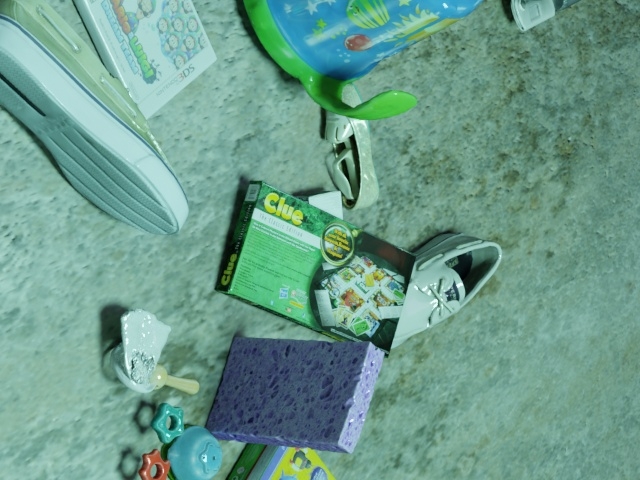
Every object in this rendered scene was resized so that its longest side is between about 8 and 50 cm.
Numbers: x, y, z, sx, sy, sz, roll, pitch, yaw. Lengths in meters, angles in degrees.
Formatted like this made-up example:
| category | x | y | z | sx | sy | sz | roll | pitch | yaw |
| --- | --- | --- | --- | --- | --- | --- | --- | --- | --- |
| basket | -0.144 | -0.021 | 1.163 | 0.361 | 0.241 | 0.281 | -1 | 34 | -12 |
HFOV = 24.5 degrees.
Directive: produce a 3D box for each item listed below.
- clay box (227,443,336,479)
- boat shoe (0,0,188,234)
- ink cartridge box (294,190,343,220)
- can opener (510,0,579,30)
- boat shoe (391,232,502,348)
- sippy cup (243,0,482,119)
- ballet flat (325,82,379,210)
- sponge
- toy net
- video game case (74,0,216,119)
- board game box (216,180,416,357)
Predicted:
| category | x | y | z | sx | sy | sz | roll | pitch | yaw |
| --- | --- | --- | --- | --- | --- | --- | --- | --- | --- |
| clay box | -0.025 | 0.327 | 1.717 | 0.222 | 0.053 | 0.127 | 56 | 50 | -33 |
| boat shoe | -0.222 | -0.125 | 1.447 | 0.302 | 0.109 | 0.094 | 50 | 51 | -34 |
| ink cartridge box | 0.000 | 0.000 | 1.774 | 0.063 | 0.029 | 0.115 | -14 | 102 | -50 |
| can opener | 0.361 | -0.375 | 2.185 | 0.280 | 0.093 | 0.074 | -33 | 113 | -51 |
| boat shoe | 0.145 | 0.066 | 1.903 | 0.267 | 0.088 | 0.096 | -30 | 112 | -47 |
| sippy cup | 0.065 | -0.310 | 1.682 | 0.240 | 0.224 | 0.305 | -40 | 110 | -44 |
| ballet flat | 0.034 | -0.115 | 1.800 | 0.052 | 0.057 | 0.168 | -28 | 111 | -37 |
| sponge | -0.032 | 0.164 | 1.591 | 0.031 | 0.210 | 0.117 | 37 | 63 | -40 |
| toy net | -0.176 | 0.179 | 1.547 | 0.122 | 0.045 | 0.232 | -44 | 120 | -40 |
| video game case | -0.184 | -0.226 | 1.562 | 0.143 | 0.019 | 0.157 | -47 | 124 | -41 |
| board game box | 0.001 | 0.037 | 1.733 | 0.260 | 0.030 | 0.136 | 26 | 78 | -38 |
